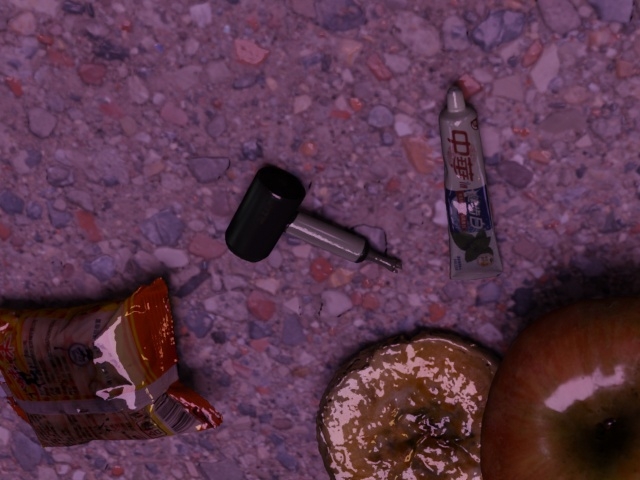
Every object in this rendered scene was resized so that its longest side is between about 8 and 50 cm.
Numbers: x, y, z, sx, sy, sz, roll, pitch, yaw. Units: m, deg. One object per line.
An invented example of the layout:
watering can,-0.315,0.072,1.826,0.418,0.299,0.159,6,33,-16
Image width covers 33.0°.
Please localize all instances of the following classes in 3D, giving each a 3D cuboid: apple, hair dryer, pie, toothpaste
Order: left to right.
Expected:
hair dryer,0.000,0.000,1.196,0.197,0.057,0.100,23,123,-10
pie,0.123,0.235,1.284,0.274,0.055,0.274,0,107,1
toothpaste,0.154,-0.055,1.142,0.060,0.038,0.233,-3,122,14
apple,0.315,0.209,1.147,0.277,0.250,0.309,41,103,26

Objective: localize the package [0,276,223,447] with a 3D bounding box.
package,-0.282,0.157,1.299,0.288,0.108,0.223,-12,115,19
